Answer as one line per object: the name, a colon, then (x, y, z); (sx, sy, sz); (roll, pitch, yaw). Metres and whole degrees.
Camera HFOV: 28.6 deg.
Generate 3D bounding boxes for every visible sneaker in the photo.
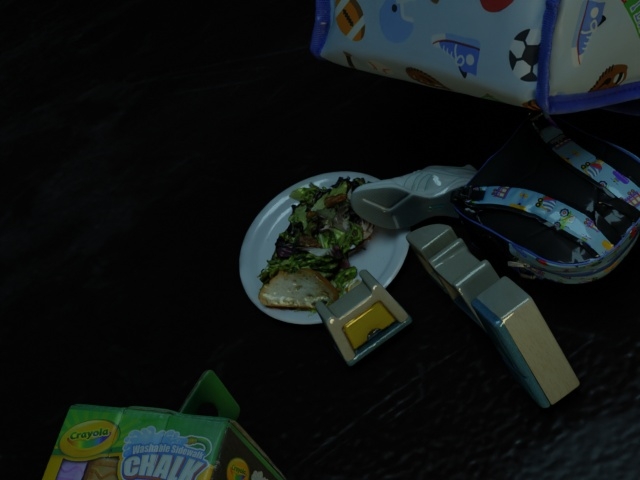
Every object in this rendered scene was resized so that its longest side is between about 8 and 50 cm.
sneaker: (0.106, -0.050, 1.353); (0.152, 0.053, 0.061); (-4, 34, -5)

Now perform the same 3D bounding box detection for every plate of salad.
plate of salad: (0.000, 0.000, 1.374); (0.200, 0.048, 0.200); (-12, 53, 16)

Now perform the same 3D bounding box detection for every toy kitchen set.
toy kitchen set: (0.116, 0.102, 1.232); (0.166, 0.122, 0.207); (-36, 30, -3)

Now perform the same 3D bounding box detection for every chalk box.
chalk box: (-0.148, 0.264, 1.169); (0.179, 0.180, 0.289); (2, 56, 24)

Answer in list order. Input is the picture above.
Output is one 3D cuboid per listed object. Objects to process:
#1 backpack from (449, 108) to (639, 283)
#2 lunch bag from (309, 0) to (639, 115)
backpack: (0.243, -0.030, 1.244); (0.173, 0.117, 0.158); (32, 73, 37)
lunch bag: (0.232, -0.261, 1.293); (0.385, 0.239, 0.328); (-16, 27, -41)
